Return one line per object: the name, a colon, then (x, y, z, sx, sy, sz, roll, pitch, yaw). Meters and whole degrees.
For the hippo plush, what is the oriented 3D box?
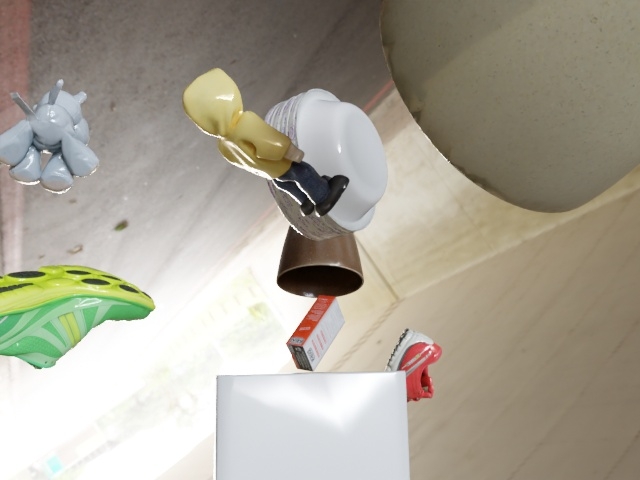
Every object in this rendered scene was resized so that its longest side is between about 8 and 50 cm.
hippo plush: (-0.720, -0.291, 1.740, 0.235, 0.294, 0.236, -17, -145, -5)

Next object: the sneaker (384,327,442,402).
sneaker: (0.185, 0.328, 1.460, 0.107, 0.119, 0.278, -45, 156, -59)

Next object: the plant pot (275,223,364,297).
plant pot: (0.000, 0.000, 1.672, 0.216, 0.230, 0.215, 1, 154, 0)

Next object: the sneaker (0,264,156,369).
sneaker: (-0.361, 0.104, 0.895, 0.296, 0.110, 0.123, -2, 111, -50)

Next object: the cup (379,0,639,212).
cup: (0.257, -0.221, 0.634, 0.331, 0.331, 0.237, -34, 179, -36)

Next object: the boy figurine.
boy figurine: (-0.095, -0.149, 1.043, 0.092, 0.285, 0.177, -55, -158, -14)

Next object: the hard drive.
hard drive: (-0.008, 0.335, 0.786, 0.233, 0.352, 0.047, 1, 170, -11)

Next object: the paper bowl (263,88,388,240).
paper bowl: (0.024, -0.150, 1.273, 0.148, 0.284, 0.284, -15, -171, 31)

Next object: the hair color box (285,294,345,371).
hair color box: (-0.008, 0.179, 1.296, 0.043, 0.071, 0.141, 2, -143, 32)
